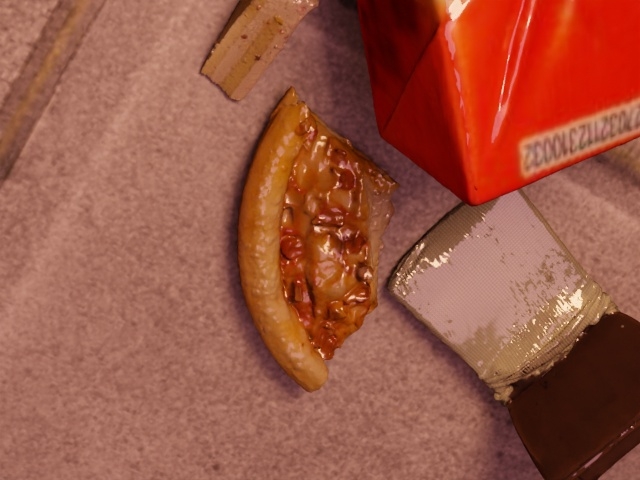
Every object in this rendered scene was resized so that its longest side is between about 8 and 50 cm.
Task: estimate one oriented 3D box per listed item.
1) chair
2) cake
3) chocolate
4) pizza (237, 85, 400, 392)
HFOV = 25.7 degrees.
[{"bbox_3d":[0.227,0.118,1.237,0.160,0.186,0.319,-40,116,7],"label":"chair"},{"bbox_3d":[-0.052,-0.167,1.130,0.052,0.065,0.121,29,106,-19],"label":"cake"},{"bbox_3d":[0.180,-0.246,1.061,0.360,0.161,0.341,-23,114,-27],"label":"chocolate"},{"bbox_3d":[-0.006,0.003,1.200,0.134,0.056,0.271,6,108,-8],"label":"pizza"}]
